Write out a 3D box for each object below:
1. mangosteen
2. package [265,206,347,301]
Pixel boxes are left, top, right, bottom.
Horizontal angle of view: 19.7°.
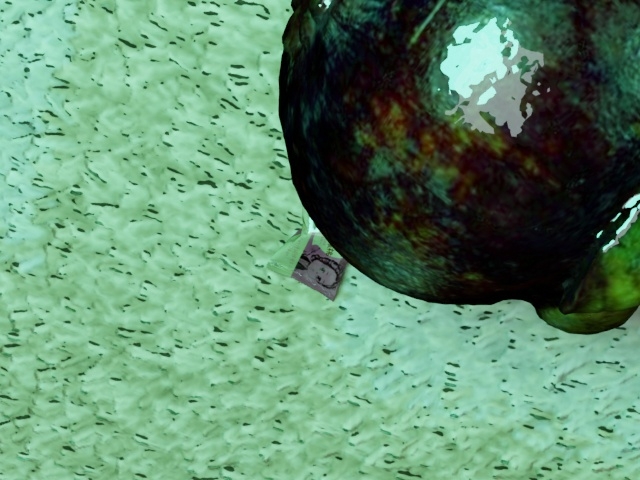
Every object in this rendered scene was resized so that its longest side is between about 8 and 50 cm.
[{"bbox_3d":[0.127,-0.096,1.159,0.330,0.330,0.330,2,100,13],"label":"mangosteen"},{"bbox_3d":[0.000,0.000,1.342,0.059,0.029,0.083,25,115,1],"label":"package"}]
